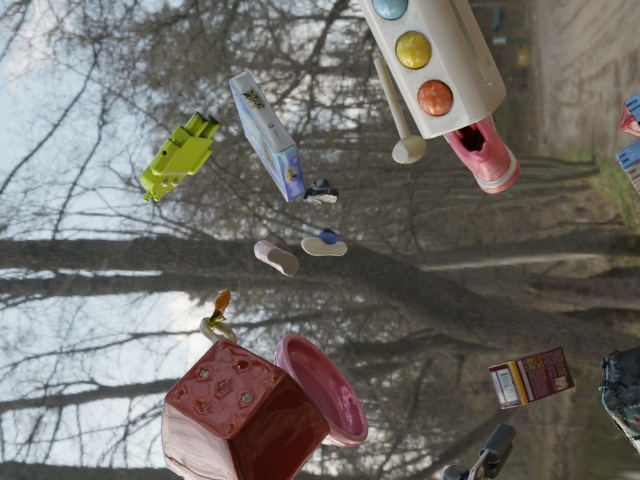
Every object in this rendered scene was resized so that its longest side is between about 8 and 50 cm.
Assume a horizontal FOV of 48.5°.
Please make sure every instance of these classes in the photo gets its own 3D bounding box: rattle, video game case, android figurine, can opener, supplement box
[{"bbox_3d":[-0.268,0.264,2.105,0.130,0.143,0.199,45,-179,-33],"label":"rattle"},{"bbox_3d":[-0.132,-0.257,1.804,0.244,0.061,0.269,57,172,20],"label":"video game case"},{"bbox_3d":[-0.365,-0.209,1.828,0.273,0.056,0.248,-51,-6,10],"label":"android figurine"},{"bbox_3d":[0.344,0.468,1.536,0.283,0.095,0.076,-16,-64,-61],"label":"can opener"},{"bbox_3d":[0.507,0.327,1.702,0.188,0.081,0.104,-8,-104,-34],"label":"supplement box"}]

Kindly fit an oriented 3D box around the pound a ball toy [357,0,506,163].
[{"bbox_3d":[0.140,-0.273,1.108,0.136,0.208,0.319,-45,-67,-47],"label":"pound a ball toy"}]

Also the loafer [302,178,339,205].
[{"bbox_3d":[0.003,-0.126,1.772,0.170,0.062,0.061,3,77,66],"label":"loafer"}]

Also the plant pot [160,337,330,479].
[{"bbox_3d":[-0.170,0.361,1.457,0.267,0.267,0.235,-46,-35,-33],"label":"plant pot"}]

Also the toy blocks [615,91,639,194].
[{"bbox_3d":[0.555,-0.126,1.006,0.381,0.261,0.190,46,-153,-23],"label":"toy blocks"}]

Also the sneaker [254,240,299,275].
[{"bbox_3d":[-0.108,0.038,1.701,0.051,0.070,0.134,-59,-38,-5],"label":"sneaker"}]

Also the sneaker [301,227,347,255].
[{"bbox_3d":[0.000,0.001,2.100,0.084,0.152,0.058,55,131,48],"label":"sneaker"}]

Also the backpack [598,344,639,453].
[{"bbox_3d":[0.605,0.300,1.288,0.188,0.144,0.166,60,-150,-17],"label":"backpack"}]

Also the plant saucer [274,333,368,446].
[{"bbox_3d":[-0.011,0.393,1.817,0.332,0.084,0.332,46,-167,-13],"label":"plant saucer"}]

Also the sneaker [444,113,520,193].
[{"bbox_3d":[0.321,-0.243,1.524,0.136,0.116,0.313,40,-161,-42],"label":"sneaker"}]
